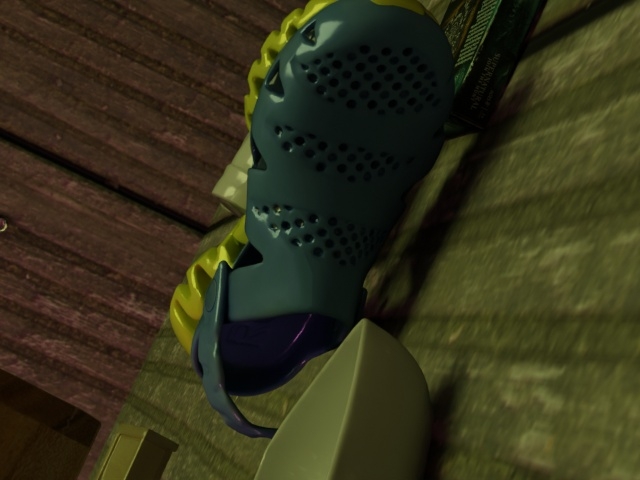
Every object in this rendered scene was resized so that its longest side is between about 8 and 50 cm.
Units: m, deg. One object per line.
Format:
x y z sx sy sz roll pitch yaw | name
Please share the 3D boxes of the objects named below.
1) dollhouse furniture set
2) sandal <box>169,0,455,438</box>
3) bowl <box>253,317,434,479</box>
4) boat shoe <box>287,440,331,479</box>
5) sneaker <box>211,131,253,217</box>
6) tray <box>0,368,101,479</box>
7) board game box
-0.095 0.232 1.008 0.161 0.101 0.182 1 62 54 | dollhouse furniture set
0.000 0.000 0.896 0.138 0.126 0.317 -101 24 -50 | sandal
0.005 0.124 0.705 0.142 0.053 0.142 -57 9 43 | bowl
-0.008 0.122 0.850 0.046 0.038 0.125 -65 8 -5 | boat shoe
0.004 -0.073 1.124 0.169 0.108 0.292 -61 0 -3 | sneaker
-0.216 0.228 0.612 0.411 0.076 0.203 -55 10 47 | tray
0.099 -0.126 0.989 0.126 0.026 0.186 -66 8 -3 | board game box
